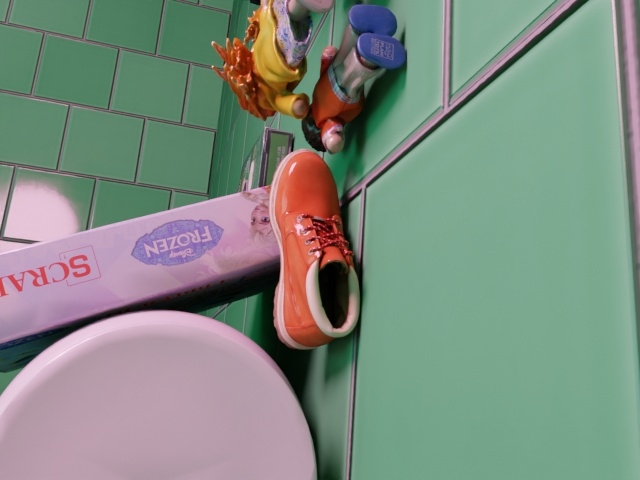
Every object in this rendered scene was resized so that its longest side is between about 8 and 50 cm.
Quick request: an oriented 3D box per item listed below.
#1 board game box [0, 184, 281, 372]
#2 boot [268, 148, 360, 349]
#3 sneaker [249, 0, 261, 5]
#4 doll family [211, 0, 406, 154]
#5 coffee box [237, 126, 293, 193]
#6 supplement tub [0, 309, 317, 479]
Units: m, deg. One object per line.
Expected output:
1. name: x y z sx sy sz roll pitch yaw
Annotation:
1. board game box: -0.185 0.048 0.582 0.065 0.319 0.318 71 159 7
2. boot: 0.000 0.000 0.432 0.085 0.059 0.157 149 119 -67
3. sneaker: -0.038 -0.377 0.612 0.343 0.134 0.146 -179 98 -75
4. doll family: -0.020 -0.192 0.474 0.163 0.119 0.262 134 143 -62
5. coffee box: -0.080 -0.070 0.781 0.184 0.041 0.113 153 125 -71
6. supplement tub: -0.146 0.187 0.501 0.331 0.241 0.240 142 134 -68
